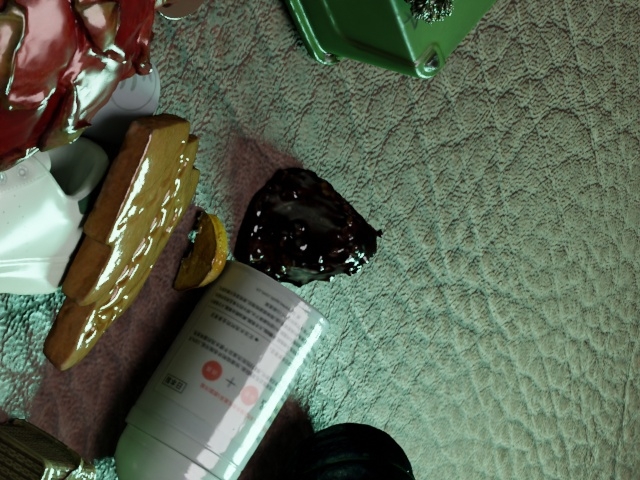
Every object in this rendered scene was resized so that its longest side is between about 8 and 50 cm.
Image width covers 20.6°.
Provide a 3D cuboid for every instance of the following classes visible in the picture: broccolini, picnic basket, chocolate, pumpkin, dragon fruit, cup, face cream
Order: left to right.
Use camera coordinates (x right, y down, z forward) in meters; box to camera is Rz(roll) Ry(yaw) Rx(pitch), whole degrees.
[{"bbox_3d":[-0.261,-0.207,1.411,0.342,0.277,0.277,-40,140,-18],"label":"dragon fruit"},{"bbox_3d":[-0.311,0.272,1.778,0.079,0.115,0.164,15,98,-54],"label":"picnic basket"},{"bbox_3d":[-0.216,-0.170,1.644,0.133,0.099,0.136,27,88,-56],"label":"cup"},{"bbox_3d":[-0.144,0.211,1.950,0.370,0.145,0.145,-57,146,-10],"label":"face cream"},{"bbox_3d":[0.000,0.000,2.026,0.156,0.133,0.156,-29,130,-41],"label":"chocolate"},{"bbox_3d":[0.008,0.355,2.215,0.248,0.248,0.248,-32,134,-40],"label":"pumpkin"},{"bbox_3d":[0.129,-0.306,1.772,0.054,0.052,0.194,-20,127,-49],"label":"broccolini"}]

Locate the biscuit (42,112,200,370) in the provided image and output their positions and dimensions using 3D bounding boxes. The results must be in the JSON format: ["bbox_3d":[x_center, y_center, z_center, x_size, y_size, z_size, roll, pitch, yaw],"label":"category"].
[{"bbox_3d":[-0.181,-0.017,1.724,0.284,0.043,0.306,-57,172,-32],"label":"biscuit"}]

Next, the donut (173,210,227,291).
[{"bbox_3d":[-0.130,0.013,1.945,0.038,0.067,0.083,8,72,-49],"label":"donut"}]

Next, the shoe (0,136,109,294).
[{"bbox_3d":[-0.318,-0.045,1.540,0.363,0.131,0.160,8,115,-59],"label":"shoe"}]

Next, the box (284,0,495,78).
[{"bbox_3d":[0.112,-0.352,1.914,0.329,0.177,0.253,-52,142,-19],"label":"box"}]

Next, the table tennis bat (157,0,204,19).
[{"bbox_3d":[-0.134,-0.296,1.759,0.087,0.013,0.157,-18,126,-46],"label":"table tennis bat"}]
